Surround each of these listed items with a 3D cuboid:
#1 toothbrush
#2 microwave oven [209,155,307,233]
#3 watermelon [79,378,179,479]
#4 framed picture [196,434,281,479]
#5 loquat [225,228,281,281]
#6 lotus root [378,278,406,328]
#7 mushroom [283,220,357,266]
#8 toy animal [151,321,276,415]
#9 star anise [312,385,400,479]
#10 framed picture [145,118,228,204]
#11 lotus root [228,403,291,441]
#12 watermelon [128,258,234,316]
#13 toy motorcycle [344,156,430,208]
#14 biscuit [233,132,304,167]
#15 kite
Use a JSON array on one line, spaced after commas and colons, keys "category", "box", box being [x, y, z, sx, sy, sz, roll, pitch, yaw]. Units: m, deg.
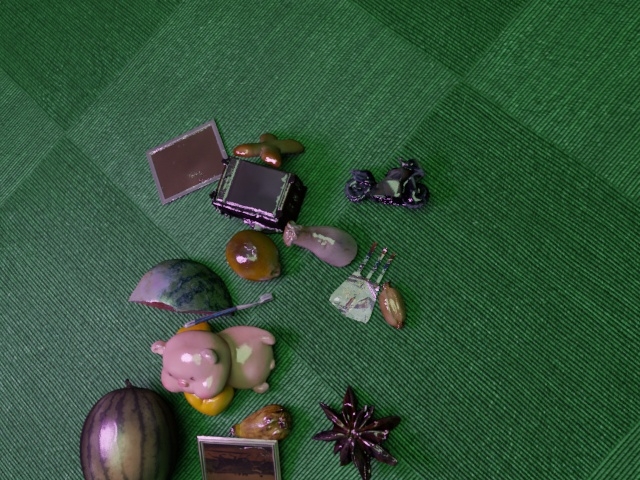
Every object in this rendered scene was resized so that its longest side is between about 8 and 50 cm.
[{"category": "toothbrush", "box": [-0.277, 0.213, 1.739, 0.288, 0.024, 0.026, -18, 67, -20]}, {"category": "microwave oven", "box": [-0.191, -0.135, 1.776, 0.247, 0.178, 0.188, 18, 81, 15]}, {"category": "watermelon", "box": [-0.557, 0.586, 1.660, 0.278, 0.279, 0.360, -8, 76, 11]}, {"category": "framed picture", "box": [-0.239, 0.671, 1.671, 0.252, 0.014, 0.197, -1, 103, 12]}, {"category": "loquat", "box": [-0.204, 0.051, 1.760, 0.195, 0.152, 0.152, 36, 88, 24]}, {"category": "lotus root", "box": [0.212, 0.191, 1.682, 0.073, 0.062, 0.150, -16, 76, 1]}, {"category": "mushroom", "box": [0.000, 0.000, 1.726, 0.225, 0.093, 0.116, 23, 95, -18]}, {"category": "toy animal", "box": [-0.319, 0.380, 1.664, 0.345, 0.247, 0.278, 3, 80, 13]}, {"category": "star anise", "box": [0.101, 0.551, 1.610, 0.282, 0.129, 0.212, 26, 80, 24]}, {"category": "framed picture", "box": [-0.449, -0.267, 1.939, 0.273, 0.016, 0.217, -23, 75, 7]}, {"category": "lotus root", "box": [-0.175, 0.550, 1.683, 0.190, 0.094, 0.108, -16, 69, 15]}, {"category": "watermelon", "box": [-0.435, 0.160, 1.772, 0.256, 0.260, 0.176, 45, 104, 33]}, {"category": "toy motorcycle", "box": [0.208, -0.181, 1.737, 0.270, 0.106, 0.159, 10, 77, 25]}, {"category": "biscuit", "box": [-0.160, -0.291, 1.794, 0.164, 0.208, 0.047, 16, 117, 16]}, {"category": "kite", "box": [0.137, 0.126, 1.736, 0.141, 0.015, 0.245, 31, 90, 15]}]
